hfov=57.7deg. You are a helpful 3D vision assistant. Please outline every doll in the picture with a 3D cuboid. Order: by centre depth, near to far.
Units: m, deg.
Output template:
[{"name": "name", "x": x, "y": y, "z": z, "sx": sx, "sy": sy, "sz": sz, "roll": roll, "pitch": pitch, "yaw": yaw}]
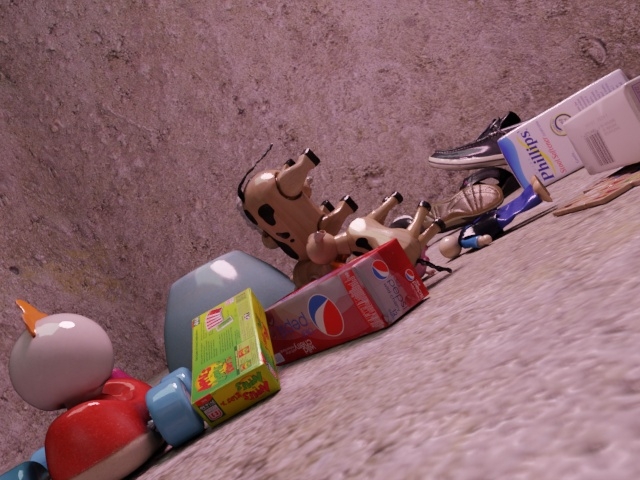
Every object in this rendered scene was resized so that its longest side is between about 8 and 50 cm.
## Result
[{"name": "doll", "x": 0.270, "y": -0.028, "z": 0.918, "sx": 0.189, "sy": 0.046, "sz": 0.129, "roll": -37, "pitch": 5, "yaw": 23}]

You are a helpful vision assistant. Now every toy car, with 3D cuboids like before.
[{"name": "toy car", "x": -0.287, "y": 0.170, "z": 0.698, "sx": 0.219, "sy": 0.238, "sz": 0.210, "roll": -29, "pitch": -2, "yaw": -10}]

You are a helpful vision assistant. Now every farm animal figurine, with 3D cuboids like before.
[{"name": "farm animal figurine", "x": 0.000, "y": 0.000, "z": 0.914, "sx": 0.172, "sy": 0.327, "sz": 0.330, "roll": -49, "pitch": 0, "yaw": -24}]

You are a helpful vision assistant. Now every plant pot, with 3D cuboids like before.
[{"name": "plant pot", "x": -0.159, "y": 0.134, "z": 1.026, "sx": 0.290, "sy": 0.195, "sz": 0.290, "roll": -30, "pitch": -2, "yaw": -1}]

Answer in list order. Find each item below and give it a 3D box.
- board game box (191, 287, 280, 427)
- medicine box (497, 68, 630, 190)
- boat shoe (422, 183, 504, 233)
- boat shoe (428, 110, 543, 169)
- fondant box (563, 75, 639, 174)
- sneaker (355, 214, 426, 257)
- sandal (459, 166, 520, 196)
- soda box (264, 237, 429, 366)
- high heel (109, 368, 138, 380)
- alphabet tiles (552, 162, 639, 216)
[{"name": "board game box", "x": -0.109, "y": 0.137, "z": 0.722, "sx": 0.092, "sy": 0.043, "sz": 0.181, "roll": -30, "pitch": 25, "yaw": 2}, {"name": "medicine box", "x": 0.594, "y": -0.254, "z": 1.351, "sx": 0.289, "sy": 0.149, "sz": 0.263, "roll": -31, "pitch": -2, "yaw": 31}, {"name": "boat shoe", "x": 0.359, "y": -0.075, "z": 1.467, "sx": 0.223, "sy": 0.080, "sz": 0.073, "roll": -23, "pitch": -33, "yaw": 29}, {"name": "boat shoe", "x": 0.563, "y": -0.305, "z": 1.753, "sx": 0.500, "sy": 0.156, "sz": 0.186, "roll": -8, "pitch": 4, "yaw": 34}, {"name": "fondant box", "x": 0.510, "y": -0.207, "z": 0.733, "sx": 0.330, "sy": 0.096, "sz": 0.238, "roll": -28, "pitch": -2, "yaw": 7}, {"name": "sneaker", "x": 0.179, "y": 0.033, "z": 1.556, "sx": 0.124, "sy": 0.107, "sz": 0.283, "roll": -45, "pitch": 2, "yaw": -29}, {"name": "sandal", "x": 0.514, "y": -0.170, "z": 1.776, "sx": 0.445, "sy": 0.107, "sz": 0.167, "roll": -27, "pitch": -3, "yaw": -40}, {"name": "soda box", "x": 0.014, "y": 0.090, "z": 0.777, "sx": 0.092, "sy": 0.083, "sz": 0.263, "roll": -30, "pitch": -1, "yaw": -40}, {"name": "high heel", "x": -0.384, "y": 0.308, "z": 1.110, "sx": 0.082, "sy": 0.117, "sz": 0.244, "roll": -29, "pitch": -2, "yaw": -28}, {"name": "alphabet tiles", "x": 0.418, "y": -0.096, "z": 0.735, "sx": 0.237, "sy": 0.009, "sz": 0.198, "roll": -29, "pitch": -2, "yaw": -8}]
